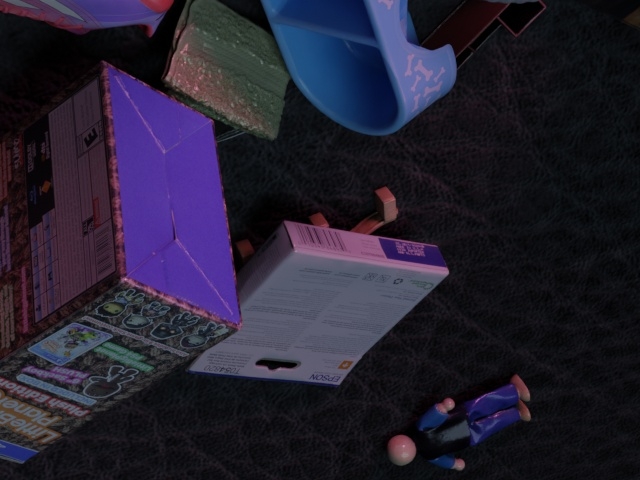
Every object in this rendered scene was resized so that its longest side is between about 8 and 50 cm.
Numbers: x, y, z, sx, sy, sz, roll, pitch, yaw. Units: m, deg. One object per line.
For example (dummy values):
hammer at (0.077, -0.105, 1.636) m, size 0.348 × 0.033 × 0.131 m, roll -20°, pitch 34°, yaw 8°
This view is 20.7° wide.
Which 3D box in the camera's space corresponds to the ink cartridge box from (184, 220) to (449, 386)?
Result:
ink cartridge box at (-0.009, 0.073, 1.912) m, size 0.223 × 0.045 × 0.224 m, roll 9°, pitch 136°, yaw -39°

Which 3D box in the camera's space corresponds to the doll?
doll at (0.169, 0.235, 2.173) m, size 0.189 × 0.046 × 0.129 m, roll -20°, pitch 132°, yaw -16°

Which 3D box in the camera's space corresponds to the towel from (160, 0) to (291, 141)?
towel at (-0.084, -0.164, 1.669) m, size 0.148 × 0.027 × 0.110 m, roll 26°, pitch 72°, yaw -40°

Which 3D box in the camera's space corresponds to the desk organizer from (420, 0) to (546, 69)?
desk organizer at (0.164, -0.216, 1.796) m, size 0.130 × 0.050 × 0.047 m, roll -45°, pitch 135°, yaw 9°

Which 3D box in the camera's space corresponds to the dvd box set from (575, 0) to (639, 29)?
dvd box set at (0.432, -0.347, 1.712) m, size 0.307 × 0.062 × 0.420 m, roll 16°, pitch 143°, yaw -40°

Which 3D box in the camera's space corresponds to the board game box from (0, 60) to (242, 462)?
board game box at (-0.231, 0.025, 1.563) m, size 0.291 × 0.232 × 0.141 m, roll -31°, pitch 141°, yaw 30°

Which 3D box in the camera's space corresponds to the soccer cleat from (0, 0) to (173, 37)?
soccer cleat at (-0.240, -0.219, 1.535) m, size 0.248 × 0.083 × 0.095 m, roll -5°, pitch 132°, yaw -31°

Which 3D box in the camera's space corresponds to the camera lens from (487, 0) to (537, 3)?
camera lens at (0.176, -0.373, 1.530) m, size 0.219 × 0.219 × 0.274 m, roll -16°, pitch 146°, yaw -19°

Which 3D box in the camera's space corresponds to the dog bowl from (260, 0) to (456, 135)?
dog bowl at (0.022, -0.215, 1.620) m, size 0.074 × 0.166 × 0.297 m, roll -52°, pitch 142°, yaw -27°

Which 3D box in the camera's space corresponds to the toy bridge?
toy bridge at (0.000, 0.000, 1.893) m, size 0.188 × 0.026 × 0.063 m, roll -20°, pitch 136°, yaw -16°

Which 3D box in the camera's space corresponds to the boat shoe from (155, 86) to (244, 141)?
boat shoe at (-0.142, -0.107, 1.688) m, size 0.219 × 0.070 × 0.078 m, roll -12°, pitch 131°, yaw -23°
